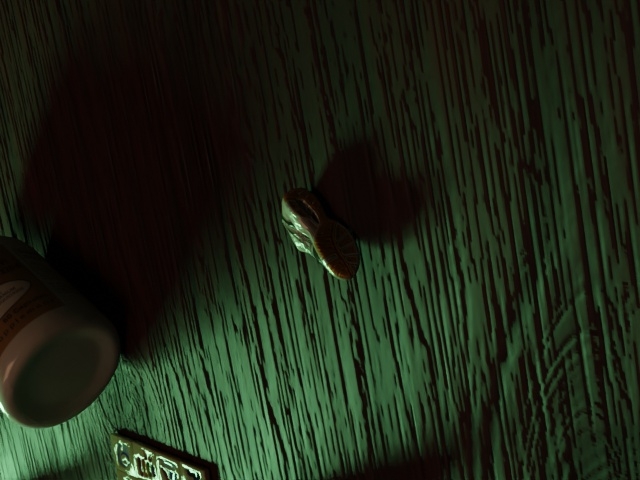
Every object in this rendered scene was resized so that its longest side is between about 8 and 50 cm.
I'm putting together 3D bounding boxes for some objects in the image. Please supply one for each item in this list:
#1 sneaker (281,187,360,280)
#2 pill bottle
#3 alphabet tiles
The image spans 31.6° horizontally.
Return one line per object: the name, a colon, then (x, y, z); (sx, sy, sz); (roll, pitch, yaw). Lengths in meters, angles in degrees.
sneaker: (0.000, 0.000, 0.830); (0.083, 0.032, 0.037); (55, 151, 25)
pill bottle: (-0.313, 0.070, 1.120); (0.229, 0.131, 0.131); (36, 128, 34)
alphabet tiles: (-0.120, 0.301, 1.088); (0.237, 0.009, 0.198); (8, 110, 46)
